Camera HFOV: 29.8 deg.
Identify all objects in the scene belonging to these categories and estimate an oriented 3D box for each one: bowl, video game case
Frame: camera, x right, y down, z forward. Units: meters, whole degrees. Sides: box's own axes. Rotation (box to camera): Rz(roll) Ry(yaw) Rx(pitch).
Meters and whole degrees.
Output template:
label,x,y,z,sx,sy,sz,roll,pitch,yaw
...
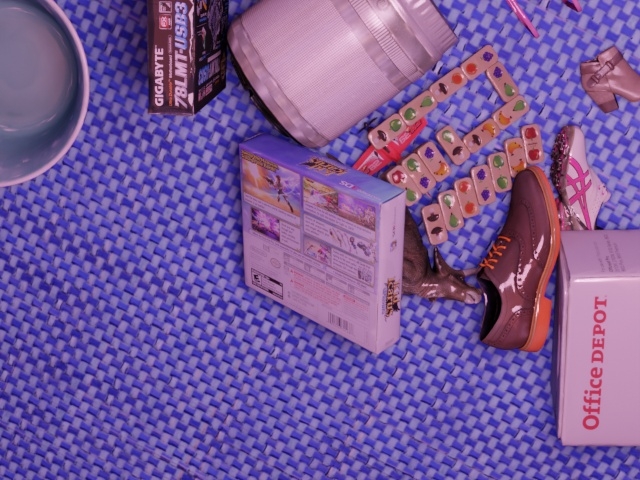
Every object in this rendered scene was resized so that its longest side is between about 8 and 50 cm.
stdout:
label,x,y,z,sx,sy,sz,roll,pitch,yaw
bowl,-0.470,-0.245,1.754,0.311,0.163,0.312,1,105,4
video game case,0.000,0.000,1.711,0.269,0.061,0.244,25,130,35

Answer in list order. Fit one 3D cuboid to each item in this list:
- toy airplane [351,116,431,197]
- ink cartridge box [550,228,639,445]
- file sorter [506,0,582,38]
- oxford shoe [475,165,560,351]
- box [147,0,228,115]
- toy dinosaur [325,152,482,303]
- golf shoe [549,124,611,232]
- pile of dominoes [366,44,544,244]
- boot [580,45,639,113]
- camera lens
label,x,y,z,sx,sy,sz,roll,pitch,yaw
toy airplane,0.118,-0.123,1.802,0.151,0.028,0.151,3,109,8
ink cartridge box,0.538,0.138,1.737,0.394,0.166,0.286,0,116,5
file sorter,0.349,-0.428,1.617,0.290,0.202,0.182,-36,100,12
oxford shoe,0.281,0.025,1.736,0.098,0.097,0.272,4,88,-16
box,-0.176,-0.335,1.638,0.073,0.295,0.294,5,105,4
toy dinosaur,0.099,0.002,1.790,0.314,0.160,0.121,51,137,2
golf shoe,0.383,-0.084,1.773,0.085,0.067,0.186,-5,114,0
pile of dominoes,0.207,-0.137,1.740,0.251,0.040,0.196,-38,99,-9
boot,0.438,-0.240,1.739,0.118,0.042,0.087,-23,99,10
camera lens,0.024,-0.279,1.672,0.274,0.219,0.219,-35,99,12
